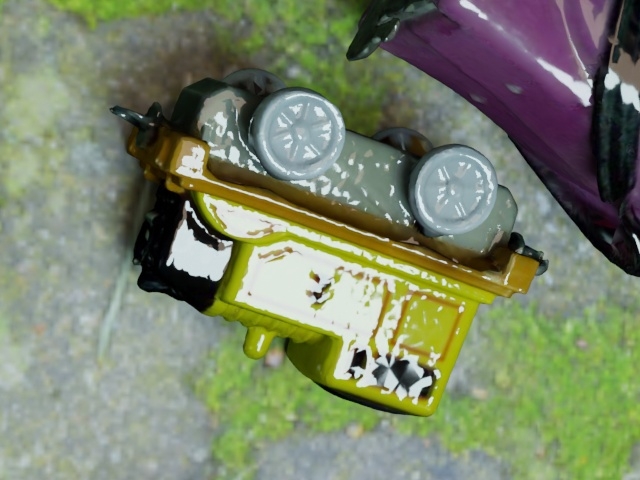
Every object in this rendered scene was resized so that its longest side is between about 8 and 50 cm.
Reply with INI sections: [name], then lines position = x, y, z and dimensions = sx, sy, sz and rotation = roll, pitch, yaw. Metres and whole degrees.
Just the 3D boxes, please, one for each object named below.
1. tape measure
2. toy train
[tape measure]
position = 0.167, -0.115, 0.866
dimensions = 0.231, 0.149, 0.245
rotation = 34, 77, -15
[toy train]
position = 0.000, 0.000, 0.835
dimensions = 0.219, 0.089, 0.127
rotation = 19, 92, -21
